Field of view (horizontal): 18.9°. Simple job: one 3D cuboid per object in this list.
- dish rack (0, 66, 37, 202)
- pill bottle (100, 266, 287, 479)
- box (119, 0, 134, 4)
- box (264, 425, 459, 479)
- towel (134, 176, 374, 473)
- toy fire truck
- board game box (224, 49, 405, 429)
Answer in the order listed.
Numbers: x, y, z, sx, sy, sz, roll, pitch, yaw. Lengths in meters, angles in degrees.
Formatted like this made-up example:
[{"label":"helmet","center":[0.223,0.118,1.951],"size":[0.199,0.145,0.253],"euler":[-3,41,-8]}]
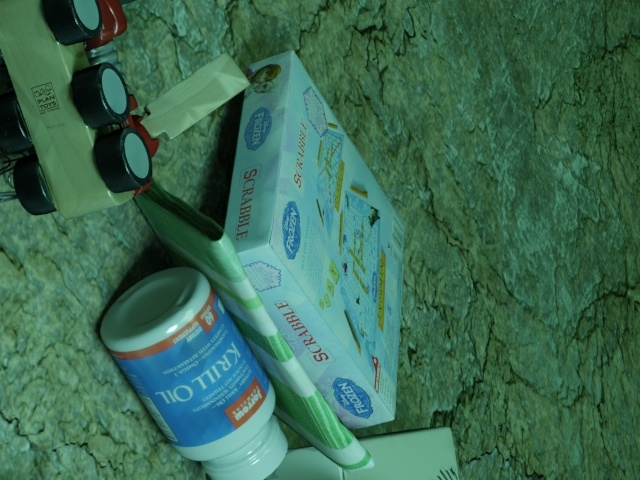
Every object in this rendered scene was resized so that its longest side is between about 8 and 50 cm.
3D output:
[{"label":"dish rack","center":[-0.318,-0.123,1.793],"size":[0.271,0.074,0.208],"euler":[-20,96,-58]},{"label":"pill bottle","center":[-0.121,0.146,1.968],"size":[0.221,0.124,0.124],"euler":[59,35,-28]},{"label":"box","center":[-0.144,-0.348,2.055],"size":[0.059,0.183,0.233],"euler":[59,36,-30]},{"label":"box","center":[0.051,0.275,2.229],"size":[0.275,0.113,0.094],"euler":[-1,81,-58]},{"label":"towel","center":[-0.072,0.088,2.004],"size":[0.038,0.248,0.325],"euler":[-36,118,-12]},{"label":"toy fire truck","center":[-0.191,-0.156,1.814],"size":[0.246,0.158,0.217],"euler":[-39,112,-68]},{"label":"board game box","center":[0.000,0.000,2.219],"size":[0.318,0.066,0.319],"euler":[56,27,-38]}]
